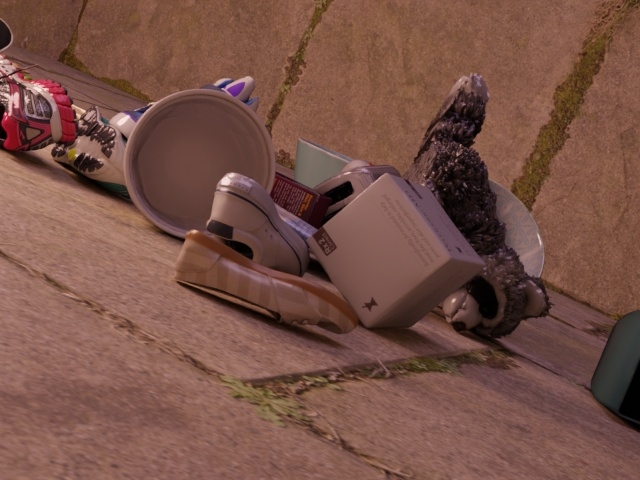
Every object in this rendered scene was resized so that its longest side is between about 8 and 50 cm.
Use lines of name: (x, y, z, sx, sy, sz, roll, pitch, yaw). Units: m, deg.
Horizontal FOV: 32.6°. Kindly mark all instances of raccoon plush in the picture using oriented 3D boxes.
raccoon plush: (0.289, -0.051, 1.849, 0.299, 0.446, 0.216, 33, -16, -8)

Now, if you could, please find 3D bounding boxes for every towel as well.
towel: (0.000, 0.000, 1.792, 0.285, 0.034, 0.209, 33, 2, 2)

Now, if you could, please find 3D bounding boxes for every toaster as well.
toaster: (0.053, -0.060, 2.084, 0.146, 0.227, 0.129, 0, 67, -63)

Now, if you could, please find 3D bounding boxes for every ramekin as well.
ramekin: (-0.172, -0.105, 1.528, 0.207, 0.207, 0.109, 22, -2, -14)

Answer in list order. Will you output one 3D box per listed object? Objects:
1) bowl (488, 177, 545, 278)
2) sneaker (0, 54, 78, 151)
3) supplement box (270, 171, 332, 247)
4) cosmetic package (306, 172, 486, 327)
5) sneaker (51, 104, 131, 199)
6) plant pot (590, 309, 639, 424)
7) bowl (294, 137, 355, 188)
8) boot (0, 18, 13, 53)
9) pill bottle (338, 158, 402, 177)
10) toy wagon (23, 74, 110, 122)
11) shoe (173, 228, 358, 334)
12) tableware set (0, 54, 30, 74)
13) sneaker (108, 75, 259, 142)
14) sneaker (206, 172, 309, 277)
bowl: (0.254, 0.028, 2.047, 0.289, 0.289, 0.156, 23, -37, -5)
sneaker: (-0.490, -0.208, 1.638, 0.299, 0.121, 0.112, 19, 32, 41)
supplement box: (-0.089, -0.070, 1.982, 0.188, 0.104, 0.081, 26, 6, 18)
cosmetic package: (0.107, 0.019, 1.511, 0.151, 0.151, 0.184, 54, 16, 17)
sneaker: (-0.339, -0.128, 1.699, 0.110, 0.107, 0.275, 43, -1, -33)
plant pot: (0.519, 0.204, 1.681, 0.166, 0.165, 0.234, 23, -2, -3)
bowl: (0.058, -0.115, 2.658, 0.311, 0.163, 0.311, 23, 6, -2)
boot: (-0.664, -0.294, 1.902, 0.088, 0.176, 0.244, 58, 35, -12)
pill bottle: (0.176, -0.036, 2.324, 0.323, 0.181, 0.181, 22, 6, -15)
toy wagon: (-0.526, -0.250, 2.059, 0.267, 0.068, 0.344, 25, 7, 18)
shoe: (-0.061, 0.060, 1.228, 0.219, 0.058, 0.076, 27, -15, -10)
tableware set: (-0.669, -0.339, 2.171, 0.169, 0.020, 0.141, -10, -13, 32)
sneaker: (-0.220, -0.219, 1.895, 0.130, 0.236, 0.323, 43, -1, 16)
sneaker: (-0.090, 0.006, 1.428, 0.094, 0.091, 0.258, 21, -17, 27)
